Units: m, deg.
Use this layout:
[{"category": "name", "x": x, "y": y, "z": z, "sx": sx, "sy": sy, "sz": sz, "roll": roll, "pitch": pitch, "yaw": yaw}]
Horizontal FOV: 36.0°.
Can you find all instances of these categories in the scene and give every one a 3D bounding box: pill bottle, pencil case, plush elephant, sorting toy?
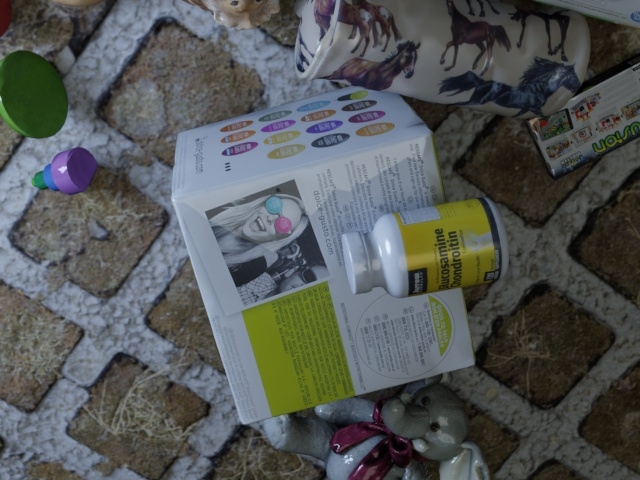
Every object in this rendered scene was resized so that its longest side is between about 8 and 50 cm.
[{"category": "pill bottle", "x": 0.123, "y": 0.012, "z": 1.171, "sx": 0.184, "sy": 0.103, "sz": 0.103, "roll": -10, "pitch": 112, "yaw": -5}, {"category": "pencil case", "x": 0.168, "y": -0.273, "z": 1.353, "sx": 0.411, "sy": 0.183, "sz": 0.160, "roll": 7, "pitch": 135, "yaw": -19}, {"category": "plush elephant", "x": 0.126, "y": 0.324, "z": 1.578, "sx": 0.330, "sy": 0.271, "sz": 0.255, "roll": 12, "pitch": 127, "yaw": -40}, {"category": "sorting toy", "x": -0.461, "y": -0.215, "z": 1.402, "sx": 0.126, "sy": 0.127, "sz": 0.365, "roll": -12, "pitch": 119, "yaw": 31}]

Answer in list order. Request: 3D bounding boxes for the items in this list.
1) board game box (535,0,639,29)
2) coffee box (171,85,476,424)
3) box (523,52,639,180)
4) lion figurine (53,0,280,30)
[{"category": "board game box", "x": 0.408, "y": -0.478, "z": 1.386, "sx": 0.242, "sy": 0.064, "sz": 0.316, "roll": 13, "pitch": 110, "yaw": -11}, {"category": "coffee box", "x": 0.000, "y": 0.000, "z": 1.387, "sx": 0.335, "sy": 0.337, "sz": 0.338, "roll": -15, "pitch": 112, "yaw": -1}, {"category": "box", "x": 0.428, "y": -0.190, "z": 1.518, "sx": 0.207, "sy": 0.036, "sz": 0.114, "roll": -27, "pitch": 112, "yaw": 5}, {"category": "lion figurine", "x": -0.258, "y": -0.389, "z": 1.334, "sx": 0.392, "sy": 0.142, "sz": 0.240, "roll": -4, "pitch": 121, "yaw": 11}]
